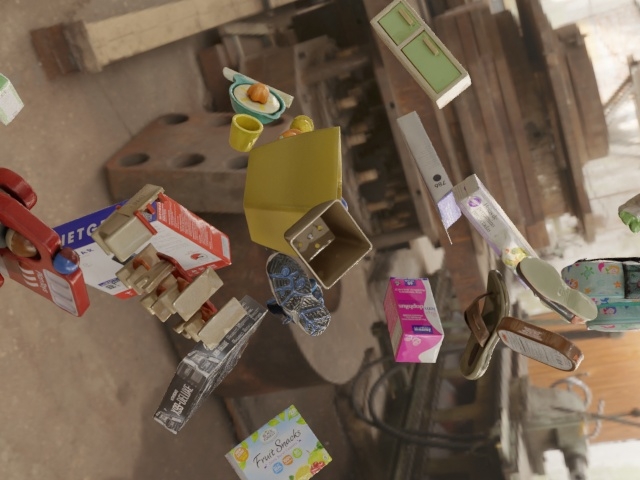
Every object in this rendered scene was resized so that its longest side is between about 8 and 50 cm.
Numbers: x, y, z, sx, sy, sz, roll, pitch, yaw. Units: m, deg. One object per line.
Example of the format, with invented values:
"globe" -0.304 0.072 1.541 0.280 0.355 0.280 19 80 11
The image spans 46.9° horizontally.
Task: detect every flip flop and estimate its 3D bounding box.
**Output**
"flip flop" 0.374 0.201 1.750 0.112 0.080 0.277 -108 -147 -67

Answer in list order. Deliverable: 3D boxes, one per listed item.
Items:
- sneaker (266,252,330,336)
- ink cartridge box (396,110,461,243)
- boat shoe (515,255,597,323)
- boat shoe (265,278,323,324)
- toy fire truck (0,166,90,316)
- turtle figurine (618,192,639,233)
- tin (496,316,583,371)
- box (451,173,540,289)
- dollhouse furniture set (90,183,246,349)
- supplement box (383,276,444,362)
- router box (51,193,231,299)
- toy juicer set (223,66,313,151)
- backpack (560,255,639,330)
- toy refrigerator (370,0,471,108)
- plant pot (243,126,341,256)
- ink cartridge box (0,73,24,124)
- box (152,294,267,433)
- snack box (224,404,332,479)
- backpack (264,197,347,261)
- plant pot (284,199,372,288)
"sneaker" -0.059 0.103 1.431 0.080 0.081 0.211 -41 130 -19
"ink cartridge box" 0.298 -0.168 1.948 0.165 0.065 0.333 53 16 -61
"boat shoe" 0.319 0.071 1.018 0.137 0.043 0.049 34 64 -13
"boat shoe" -0.045 0.151 1.762 0.089 0.109 0.258 56 -19 -5
"toy fire truck" -0.569 0.017 1.432 0.169 0.254 0.302 -60 173 -34
"turtle figurine" 0.660 -0.075 1.244 0.198 0.266 0.275 8 46 -38
"tin" 0.459 0.219 1.559 0.040 0.189 0.106 -50 135 -22
"box" 0.409 -0.013 1.666 0.324 0.063 0.067 46 23 -29
"dollhouse furniture set" -0.266 0.043 1.312 0.135 0.262 0.259 -46 121 -20
"supplement box" 0.246 0.211 1.977 0.220 0.111 0.114 -98 -166 -49
"router box" -0.436 0.021 1.758 0.301 0.335 0.082 38 39 -56
"toy juicer set" -0.113 -0.313 1.706 0.329 0.209 0.089 -101 -151 -47
"backpack" 0.713 0.125 1.788 0.225 0.253 0.191 52 44 -76
"toy refrigerator" 0.247 -0.467 1.829 0.269 0.102 0.094 54 11 13
"plant pot" -0.053 -0.091 1.519 0.212 0.187 0.212 86 6 -59
"ink cartridge box" -0.572 -0.283 1.156 0.171 0.056 0.235 37 -16 -2
"box" -0.274 0.308 1.859 0.076 0.242 0.307 35 37 6
"snack box" -0.106 0.546 1.855 0.207 0.070 0.174 -31 79 -30
"backpack" -0.027 -0.040 2.222 0.213 0.263 0.276 -52 173 -22
"plant pot" 0.000 0.000 1.242 0.109 0.109 0.096 53 -14 -22
